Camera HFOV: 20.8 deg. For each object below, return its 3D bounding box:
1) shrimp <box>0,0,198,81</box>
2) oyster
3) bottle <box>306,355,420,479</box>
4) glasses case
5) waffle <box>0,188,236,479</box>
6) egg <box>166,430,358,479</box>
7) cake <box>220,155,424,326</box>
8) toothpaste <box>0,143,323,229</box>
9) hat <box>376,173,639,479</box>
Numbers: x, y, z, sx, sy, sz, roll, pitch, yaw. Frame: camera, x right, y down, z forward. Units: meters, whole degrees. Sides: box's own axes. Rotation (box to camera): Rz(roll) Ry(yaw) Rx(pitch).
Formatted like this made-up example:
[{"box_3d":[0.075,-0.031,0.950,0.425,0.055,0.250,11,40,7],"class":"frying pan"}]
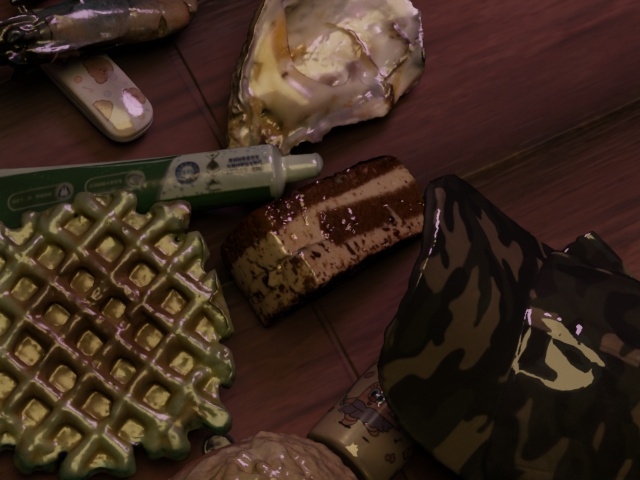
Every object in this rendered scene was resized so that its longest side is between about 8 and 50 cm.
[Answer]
[{"box_3d":[-0.280,-0.273,1.965,0.289,0.075,0.178,-21,48,-27],"class":"shrimp"},{"box_3d":[-0.003,-0.208,1.979,0.271,0.100,0.275,-14,86,-15],"class":"oyster"},{"box_3d":[0.090,0.170,1.828,0.209,0.097,0.110,-45,115,-24],"class":"bottle"},{"box_3d":[-0.255,-0.176,1.966,0.063,0.041,0.164,-37,73,-24],"class":"glasses case"},{"box_3d":[-0.237,0.099,1.813,0.291,0.056,0.309,-10,75,-2],"class":"waffle"},{"box_3d":[-0.062,0.330,1.647,0.279,0.279,0.310,10,70,-3],"class":"egg"},{"box_3d":[0.004,-0.001,1.923,0.246,0.135,0.112,-26,80,-49],"class":"cake"},{"box_3d":[-0.191,-0.054,1.895,0.392,0.061,0.099,-8,67,4],"class":"toothpaste"},{"box_3d":[0.238,0.104,1.775,0.257,0.382,0.366,5,66,22],"class":"hat"}]
